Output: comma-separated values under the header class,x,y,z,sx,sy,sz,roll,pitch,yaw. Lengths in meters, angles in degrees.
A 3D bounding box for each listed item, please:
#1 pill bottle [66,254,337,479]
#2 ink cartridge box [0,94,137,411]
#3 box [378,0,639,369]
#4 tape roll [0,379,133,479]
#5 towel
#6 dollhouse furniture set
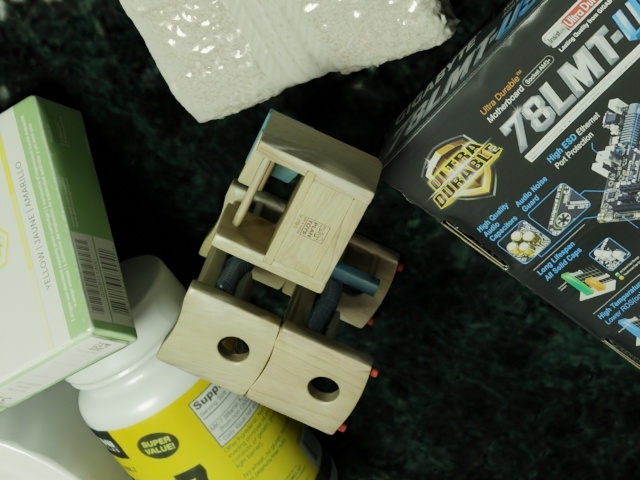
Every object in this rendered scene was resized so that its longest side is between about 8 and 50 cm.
class,x,y,z,sx,sy,sz,roll,pitch,yaw
pill bottle,-0.090,0.118,1.343,0.119,0.119,0.208,-24,116,26
ink cartridge box,-0.238,0.033,1.294,0.235,0.171,0.056,-28,157,27
box,0.234,-0.061,1.172,0.293,0.073,0.295,35,125,-12
tape roll,-0.246,0.217,1.460,0.286,0.100,0.286,7,126,9
towel,-0.052,-0.208,1.149,0.187,0.049,0.282,-16,120,23
dollhouse furniture set,0.000,0.000,1.232,0.129,0.129,0.184,24,126,-5
